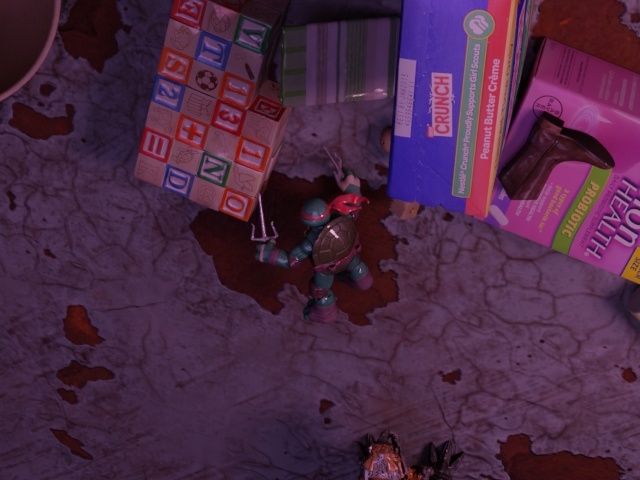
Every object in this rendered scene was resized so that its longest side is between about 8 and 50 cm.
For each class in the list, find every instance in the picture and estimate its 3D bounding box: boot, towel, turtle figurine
[{"bbox_3d":[0.273,-0.080,1.475,0.106,0.037,0.114,36,125,9],"label":"boot"},{"bbox_3d":[0.023,-0.224,1.573,0.152,0.023,0.113,-6,123,-14],"label":"towel"},{"bbox_3d":[0.000,0.000,1.687,0.175,0.118,0.234,-28,134,-10],"label":"turtle figurine"}]

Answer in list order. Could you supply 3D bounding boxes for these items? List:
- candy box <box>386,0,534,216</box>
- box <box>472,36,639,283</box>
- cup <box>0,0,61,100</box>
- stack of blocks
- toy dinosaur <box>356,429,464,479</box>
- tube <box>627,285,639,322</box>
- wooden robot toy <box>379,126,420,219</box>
[{"bbox_3d":[0.165,-0.226,1.381,0.122,0.317,0.268,11,126,11],"label":"candy box"},{"bbox_3d":[0.339,-0.093,1.541,0.243,0.117,0.214,22,127,2],"label":"box"},{"bbox_3d":[-0.529,-0.307,1.593,0.237,0.331,0.331,-7,125,53],"label":"cup"},{"bbox_3d":[-0.125,-0.189,1.649,0.171,0.087,0.297,22,127,3],"label":"stack of blocks"},{"bbox_3d":[0.105,0.408,1.903,0.164,0.218,0.322,20,127,3],"label":"toy dinosaur"},{"bbox_3d":[0.507,0.149,1.695,0.240,0.062,0.070,43,169,-19],"label":"tube"},{"bbox_3d":[0.113,-0.119,1.648,0.079,0.076,0.173,38,137,37],"label":"wooden robot toy"}]
